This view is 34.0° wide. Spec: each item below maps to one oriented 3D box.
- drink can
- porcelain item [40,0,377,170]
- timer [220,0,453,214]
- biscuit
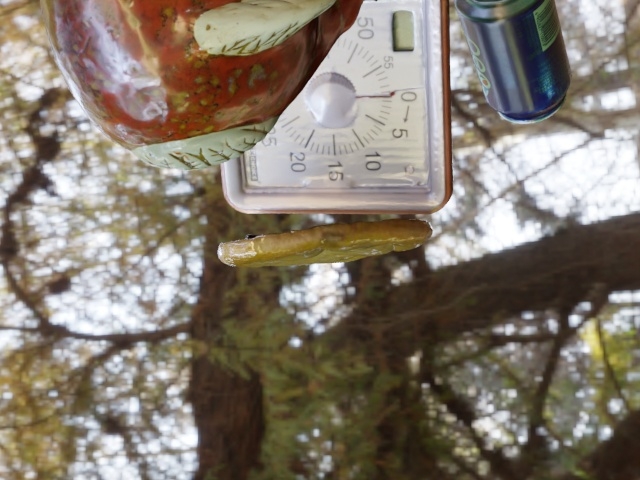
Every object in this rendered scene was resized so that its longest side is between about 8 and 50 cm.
[{"bbox_3d":[0.244,-0.246,1.305,0.205,0.118,0.118,62,-143,-46],"label":"drink can"},{"bbox_3d":[-0.061,-0.172,0.715,0.253,0.253,0.253,14,-106,-59],"label":"porcelain item"},{"bbox_3d":[0.027,-0.164,1.146,0.161,0.250,0.257,-37,-52,-55],"label":"timer"},{"bbox_3d":[0.000,0.006,1.115,0.260,0.203,0.041,-4,-92,-45],"label":"biscuit"}]
